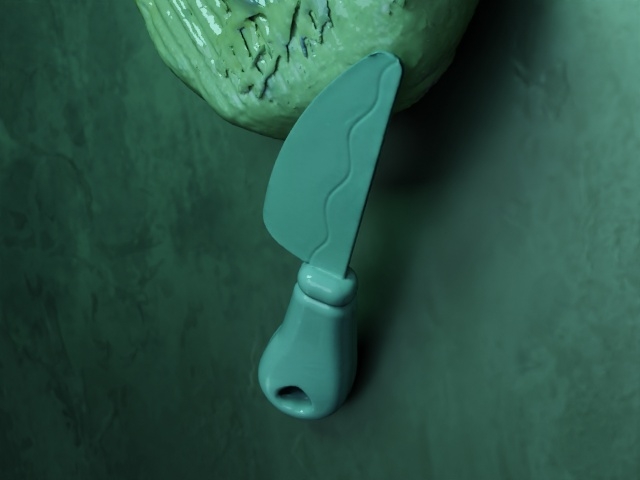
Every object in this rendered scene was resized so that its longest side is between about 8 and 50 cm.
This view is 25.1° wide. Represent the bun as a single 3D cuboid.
[{"bbox_3d":[-0.006,-0.195,0.949,0.273,0.168,0.272,8,103,38],"label":"bun"}]

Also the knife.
[{"bbox_3d":[-0.002,0.000,0.959,0.080,0.044,0.331,20,134,13],"label":"knife"}]
